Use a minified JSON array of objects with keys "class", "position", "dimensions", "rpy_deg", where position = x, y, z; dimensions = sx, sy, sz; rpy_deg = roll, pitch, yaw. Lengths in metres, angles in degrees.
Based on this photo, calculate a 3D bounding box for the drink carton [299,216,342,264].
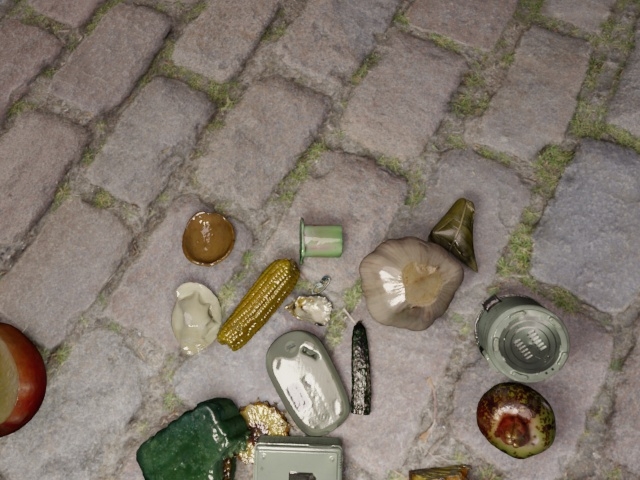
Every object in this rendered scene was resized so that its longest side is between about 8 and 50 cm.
[{"class":"drink carton","position":[0.000,0.000,1.596],"dimensions":[0.143,0.146,0.143],"rpy_deg":[-1,72,-4]}]

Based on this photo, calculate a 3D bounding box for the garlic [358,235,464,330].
[{"class":"garlic","position":[0.277,0.134,1.471],"dimensions":[0.318,0.259,0.316],"rpy_deg":[0,91,-15]}]

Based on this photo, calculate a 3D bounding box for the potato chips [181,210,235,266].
[{"class":"potato chips","position":[-0.397,-0.002,1.662],"dimensions":[0.195,0.061,0.208],"rpy_deg":[-36,71,-13]}]

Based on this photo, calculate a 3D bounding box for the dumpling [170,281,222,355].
[{"class":"dumpling","position":[-0.407,0.260,1.556],"dimensions":[0.167,0.126,0.215],"rpy_deg":[-3,59,-25]}]

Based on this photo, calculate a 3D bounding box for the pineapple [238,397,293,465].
[{"class":"pineapple","position":[-0.196,0.593,1.454],"dimensions":[0.222,0.047,0.220],"rpy_deg":[-2,72,5]}]

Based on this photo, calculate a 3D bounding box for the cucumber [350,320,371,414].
[{"class":"cucumber","position":[0.126,0.397,1.486],"dimensions":[0.068,0.067,0.293],"rpy_deg":[-1,71,4]}]

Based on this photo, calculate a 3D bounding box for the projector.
[{"class":"projector","position":[-0.065,0.679,1.362],"dimensions":[0.257,0.099,0.191],"rpy_deg":[2,86,1]}]

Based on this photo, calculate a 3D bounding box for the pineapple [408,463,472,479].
[{"class":"pineapple","position":[0.334,0.698,1.329],"dimensions":[0.237,0.186,0.114],"rpy_deg":[18,63,-36]}]

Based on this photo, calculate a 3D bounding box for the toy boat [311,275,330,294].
[{"class":"toy boat","position":[-0.001,0.155,1.592],"dimensions":[0.038,0.038,0.083],"rpy_deg":[41,78,16]}]

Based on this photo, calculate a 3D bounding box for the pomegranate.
[{"class":"pomegranate","position":[0.543,0.515,1.321],"dimensions":[0.215,0.248,0.214],"rpy_deg":[2,95,27]}]

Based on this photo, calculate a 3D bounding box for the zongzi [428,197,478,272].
[{"class":"zongzi","position":[0.503,-0.027,1.586],"dimensions":[0.204,0.094,0.205],"rpy_deg":[39,78,11]}]

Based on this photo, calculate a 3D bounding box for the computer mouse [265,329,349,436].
[{"class":"computer mouse","position":[-0.042,0.441,1.471],"dimensions":[0.197,0.095,0.330],"rpy_deg":[-26,80,-3]}]

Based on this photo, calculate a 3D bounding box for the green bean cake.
[{"class":"green bean cake","position":[-0.334,0.652,1.360],"dimensions":[0.300,0.169,0.307],"rpy_deg":[-35,72,7]}]

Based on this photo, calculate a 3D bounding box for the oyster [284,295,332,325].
[{"class":"oyster","position":[-0.032,0.235,1.562],"dimensions":[0.146,0.045,0.121],"rpy_deg":[-27,68,-12]}]

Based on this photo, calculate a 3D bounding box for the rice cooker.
[{"class":"rice cooker","position":[0.593,0.288,1.403],"dimensions":[0.241,0.227,0.280],"rpy_deg":[-41,86,8]}]

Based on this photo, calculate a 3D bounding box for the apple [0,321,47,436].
[{"class":"apple","position":[-1.038,0.437,1.453],"dimensions":[0.329,0.295,0.364],"rpy_deg":[-19,66,-30]}]

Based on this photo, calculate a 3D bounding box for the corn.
[{"class":"corn","position":[-0.200,0.205,1.549],"dimensions":[0.120,0.120,0.363],"rpy_deg":[38,79,15]}]
